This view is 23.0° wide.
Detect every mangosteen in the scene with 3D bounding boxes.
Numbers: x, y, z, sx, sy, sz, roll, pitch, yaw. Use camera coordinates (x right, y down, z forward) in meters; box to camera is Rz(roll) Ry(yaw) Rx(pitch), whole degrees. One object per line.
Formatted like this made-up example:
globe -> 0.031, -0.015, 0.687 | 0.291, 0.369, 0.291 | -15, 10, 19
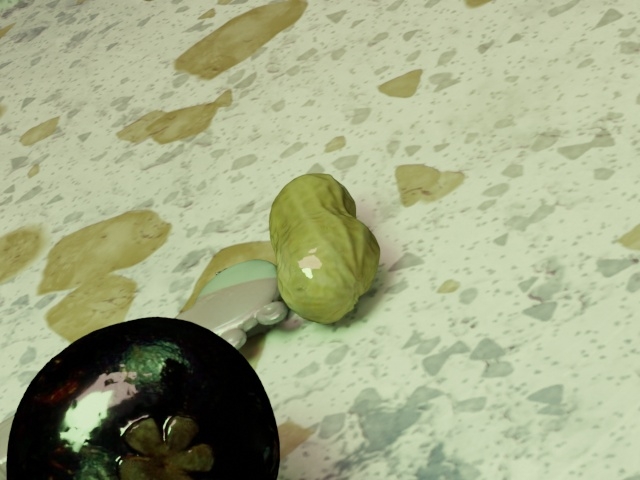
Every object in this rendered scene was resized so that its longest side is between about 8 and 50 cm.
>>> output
mangosteen -> -0.143, 0.171, 1.236 | 0.243, 0.243, 0.243 | -20, 31, 12

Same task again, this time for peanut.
peanut -> 0.000, 0.000, 1.491 | 0.099, 0.090, 0.214 | -27, 31, 6

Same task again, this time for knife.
knife -> -0.203, 0.142, 1.486 | 0.399, 0.038, 0.132 | -31, 28, -4
